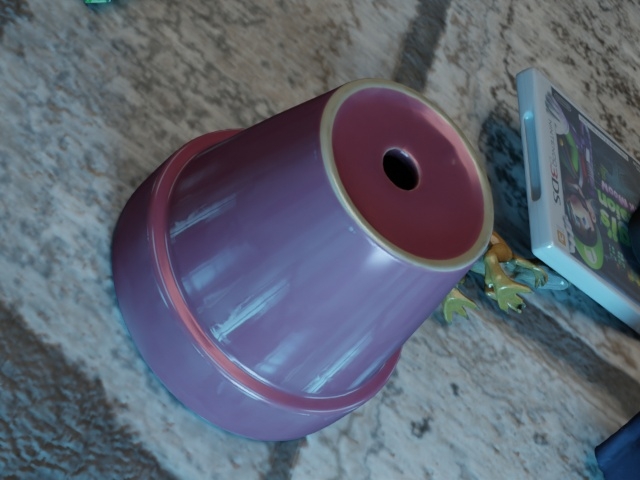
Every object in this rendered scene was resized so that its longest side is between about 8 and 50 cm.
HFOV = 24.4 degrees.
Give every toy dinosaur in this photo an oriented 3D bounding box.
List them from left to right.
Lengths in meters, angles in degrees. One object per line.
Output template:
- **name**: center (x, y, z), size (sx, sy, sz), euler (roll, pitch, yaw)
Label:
- **toy dinosaur**: center (0.105, 0.000, 1.096), size (0.211, 0.064, 0.112), euler (39, 29, -33)

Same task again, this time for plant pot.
- **plant pot**: center (0.000, 0.000, 0.911), size (0.201, 0.180, 0.201), euler (21, 53, -30)

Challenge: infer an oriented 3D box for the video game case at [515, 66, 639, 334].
- **video game case**: center (0.223, -0.026, 1.200), size (0.190, 0.022, 0.173), euler (33, 45, -41)

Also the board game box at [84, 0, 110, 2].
- **board game box**: center (-0.135, -0.305, 1.005), size (0.136, 0.030, 0.260), euler (-36, 122, -48)

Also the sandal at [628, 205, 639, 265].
- **sandal**: center (0.299, -0.022, 1.247), size (0.067, 0.040, 0.179), euler (64, 29, -10)

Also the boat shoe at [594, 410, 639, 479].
- **boat shoe**: center (0.330, 0.133, 1.005), size (0.127, 0.340, 0.158), euler (23, 40, -43)
